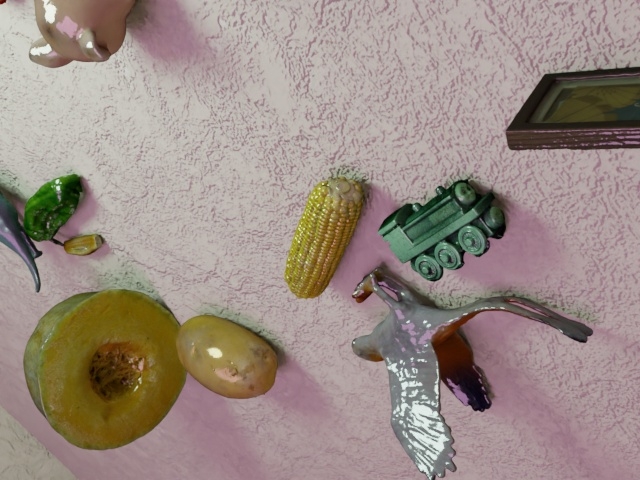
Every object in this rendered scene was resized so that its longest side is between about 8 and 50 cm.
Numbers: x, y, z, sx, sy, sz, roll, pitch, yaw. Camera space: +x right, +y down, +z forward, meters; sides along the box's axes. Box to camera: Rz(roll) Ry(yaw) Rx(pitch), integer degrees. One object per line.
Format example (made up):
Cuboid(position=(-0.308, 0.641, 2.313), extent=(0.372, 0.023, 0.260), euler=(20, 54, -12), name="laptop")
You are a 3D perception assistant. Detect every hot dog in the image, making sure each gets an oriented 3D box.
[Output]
Cuboid(position=(-0.505, 0.011, 1.504), extent=(0.137, 0.028, 0.044), euler=(-11, 93, 41), name="hot dog")

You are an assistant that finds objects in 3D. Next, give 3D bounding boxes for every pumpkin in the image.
Cuboid(position=(-0.472, 0.252, 1.503), extent=(0.199, 0.332, 0.332), euler=(13, 135, 47), name="pumpkin")

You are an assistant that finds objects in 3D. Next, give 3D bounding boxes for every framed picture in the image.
Cuboid(position=(0.279, -0.128, 0.674), extent=(0.168, 0.128, 0.023), euler=(5, 129, 36), name="framed picture")

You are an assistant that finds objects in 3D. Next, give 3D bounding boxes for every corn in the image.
Cuboid(position=(0.000, 0.000, 1.053), extent=(0.081, 0.081, 0.248), euler=(33, 140, 9), name="corn")

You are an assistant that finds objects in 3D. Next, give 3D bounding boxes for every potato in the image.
Cuboid(position=(-0.191, 0.227, 1.383), extent=(0.233, 0.146, 0.151), euler=(15, 104, 29), name="potato")

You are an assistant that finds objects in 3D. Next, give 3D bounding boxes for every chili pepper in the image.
Cuboid(position=(-0.545, -0.060, 1.432), extent=(0.100, 0.074, 0.257), euler=(6, 158, -32), name="chili pepper")

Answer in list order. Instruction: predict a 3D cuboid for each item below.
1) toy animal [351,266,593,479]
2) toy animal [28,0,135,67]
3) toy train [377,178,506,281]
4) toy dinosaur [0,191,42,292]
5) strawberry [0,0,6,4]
Cuboid(position=(0.172, 0.133, 1.012), extent=(0.302, 0.225, 0.284), euler=(41, 123, 17), name="toy animal")
Cuboid(position=(-0.337, -0.363, 0.942), extent=(0.165, 0.149, 0.248), euler=(12, 123, 51), name="toy animal")
Cuboid(position=(0.161, -0.016, 0.924), extent=(0.111, 0.071, 0.170), euler=(50, 140, -1), name="toy train")
Cuboid(position=(-0.710, -0.102, 1.462), extent=(0.383, 0.129, 0.331), euler=(32, 143, 40), name="toy dinosaur")
Cuboid(position=(-0.551, -0.428, 1.074), extent=(0.148, 0.131, 0.131), euler=(8, 153, -31), name="strawberry")
